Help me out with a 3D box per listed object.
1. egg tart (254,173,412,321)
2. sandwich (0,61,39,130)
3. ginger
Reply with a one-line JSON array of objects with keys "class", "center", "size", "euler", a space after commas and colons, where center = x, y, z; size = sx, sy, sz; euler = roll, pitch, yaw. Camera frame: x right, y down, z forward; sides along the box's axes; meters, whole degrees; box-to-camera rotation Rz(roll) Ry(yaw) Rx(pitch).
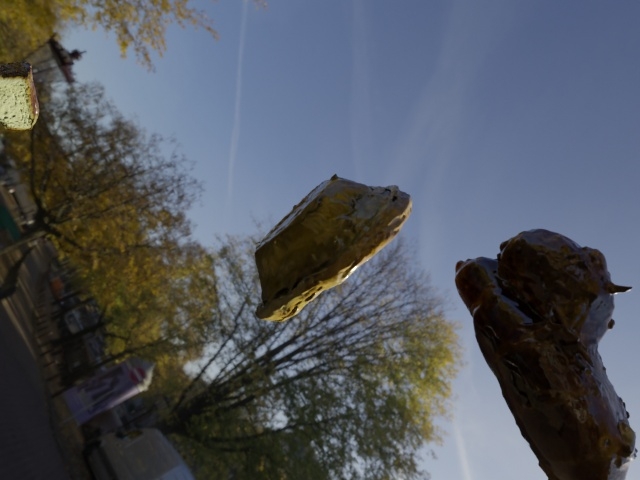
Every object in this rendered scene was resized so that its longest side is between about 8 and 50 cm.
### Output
[{"class": "egg tart", "center": [0.000, 0.000, 1.088], "size": [0.169, 0.388, 0.388], "euler": [49, -22, -6]}, {"class": "sandwich", "center": [-0.449, -0.201, 0.781], "size": [0.105, 0.093, 0.036], "euler": [105, -29, -48]}, {"class": "ginger", "center": [0.367, 0.166, 0.835], "size": [0.254, 0.176, 0.419], "euler": [-38, -127, 36]}]
